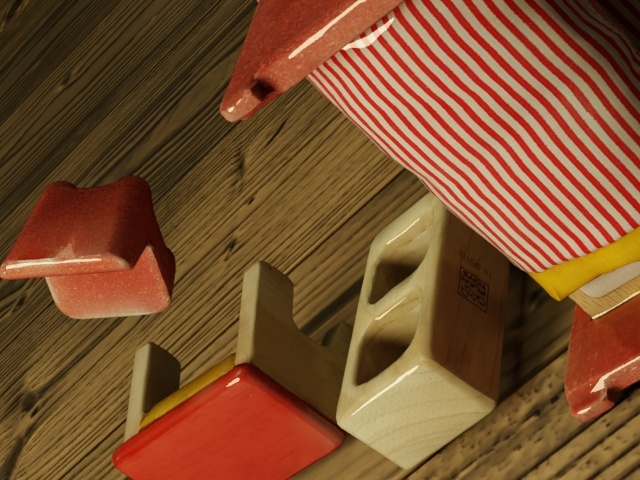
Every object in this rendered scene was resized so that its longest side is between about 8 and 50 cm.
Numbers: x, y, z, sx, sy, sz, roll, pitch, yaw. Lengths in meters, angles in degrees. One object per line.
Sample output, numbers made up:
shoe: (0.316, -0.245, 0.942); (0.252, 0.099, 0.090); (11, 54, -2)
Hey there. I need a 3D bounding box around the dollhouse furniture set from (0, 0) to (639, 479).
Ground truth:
dollhouse furniture set: (0.000, 0.000, 0.794); (0.374, 0.201, 0.152); (-36, 26, 34)
